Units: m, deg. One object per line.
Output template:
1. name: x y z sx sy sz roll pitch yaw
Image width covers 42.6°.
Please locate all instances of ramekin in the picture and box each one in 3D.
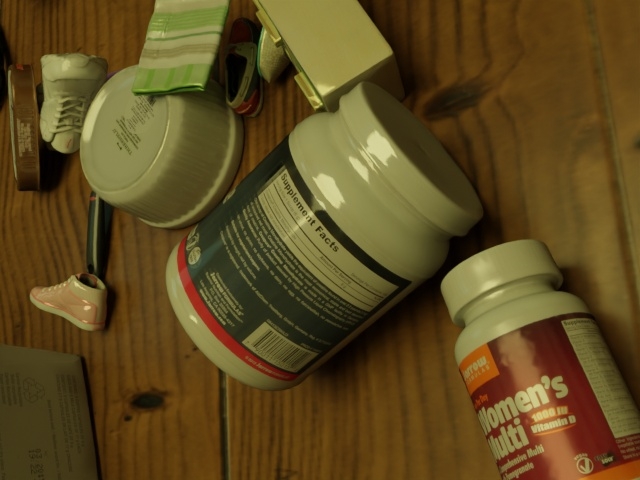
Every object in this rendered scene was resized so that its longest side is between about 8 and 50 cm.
1. ramekin: -0.209 -0.125 1.035 0.207 0.109 0.207 -11 72 35

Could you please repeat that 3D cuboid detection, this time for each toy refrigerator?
1. toy refrigerator: -0.020 -0.251 0.891 0.094 0.102 0.270 -32 70 2

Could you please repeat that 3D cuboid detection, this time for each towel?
1. towel: -0.163 -0.242 0.961 0.113 0.023 0.152 0 69 31

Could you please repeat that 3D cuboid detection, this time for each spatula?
1. spatula: -0.302 -0.089 1.144 0.084 0.030 0.297 -3 77 40

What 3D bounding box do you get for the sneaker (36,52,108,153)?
1. sneaker: -0.343 -0.182 1.134 0.232 0.090 0.115 155 112 -67

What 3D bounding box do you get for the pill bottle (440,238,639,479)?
1. pill bottle: 0.183 0.118 0.674 0.121 0.121 0.221 -33 61 26

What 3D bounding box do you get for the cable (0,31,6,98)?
1. cable: -0.589 -0.285 1.398 0.150 0.047 0.185 -40 59 22

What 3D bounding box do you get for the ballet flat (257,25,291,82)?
1. ballet flat: -0.034 -0.270 0.978 0.052 0.057 0.168 8 84 28

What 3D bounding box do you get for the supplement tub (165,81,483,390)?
1. supplement tub: 0.000 0.000 0.796 0.272 0.191 0.191 -42 57 21

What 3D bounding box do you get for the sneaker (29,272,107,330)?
1. sneaker: -0.338 0.069 1.112 0.134 0.051 0.070 20 105 31

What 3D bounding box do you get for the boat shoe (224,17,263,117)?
1. boat shoe: -0.099 -0.220 1.019 0.049 0.043 0.137 -17 68 35

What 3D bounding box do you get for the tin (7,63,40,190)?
1. tin: -0.436 -0.164 1.204 0.106 0.040 0.190 39 129 55

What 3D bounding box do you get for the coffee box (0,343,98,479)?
1. coffee box: -0.507 0.333 0.995 0.334 0.338 0.338 -30 62 28
